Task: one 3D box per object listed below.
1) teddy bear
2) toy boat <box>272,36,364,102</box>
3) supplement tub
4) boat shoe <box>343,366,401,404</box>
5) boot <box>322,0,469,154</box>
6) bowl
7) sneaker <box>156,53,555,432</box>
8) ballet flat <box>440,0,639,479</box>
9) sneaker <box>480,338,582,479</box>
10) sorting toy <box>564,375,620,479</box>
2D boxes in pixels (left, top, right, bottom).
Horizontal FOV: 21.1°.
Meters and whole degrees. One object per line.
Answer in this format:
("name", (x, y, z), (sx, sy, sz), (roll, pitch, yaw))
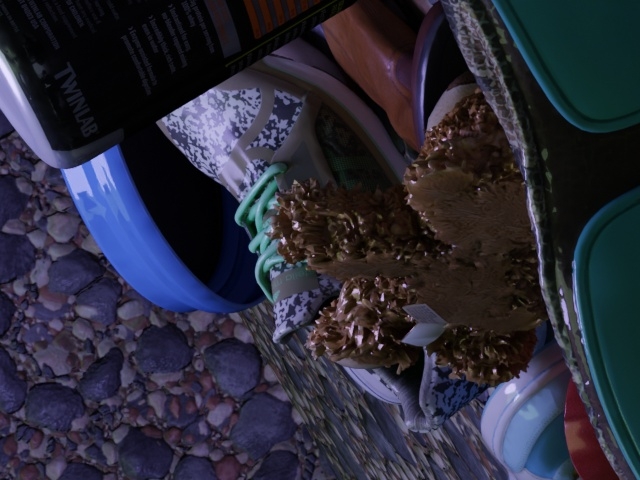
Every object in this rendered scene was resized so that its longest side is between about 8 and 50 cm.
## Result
("teddy bear", (0.092, -0.004, 1.142), (0.338, 0.245, 0.113), (75, -165, -59))
("toy boat", (-0.023, -0.108, 1.637), (0.151, 0.151, 0.231), (28, -172, -33))
("supplement tub", (-0.083, -0.199, 1.085), (0.193, 0.316, 0.193), (55, 168, 18))
("boat shoe", (0.049, 0.065, 1.855), (0.088, 0.096, 0.267), (-145, 33, -74))
("boot", (0.071, -0.143, 1.267), (0.280, 0.096, 0.264), (58, 179, 40))
("bowl", (-0.155, -0.110, 1.743), (0.391, 0.077, 0.391), (51, -150, -45))
("sneaker", (0.000, 0.000, 1.409), (0.410, 0.182, 0.158), (39, 136, 9))
("ballet flat", (0.168, -0.058, 0.900), (0.182, 0.164, 0.482), (-76, -37, -75))
("sneaker", (0.239, 0.210, 1.349), (0.208, 0.127, 0.319), (50, 172, 31))
("sorting toy", (0.302, 0.210, 1.201), (0.126, 0.127, 0.365), (-3, 127, 43))
